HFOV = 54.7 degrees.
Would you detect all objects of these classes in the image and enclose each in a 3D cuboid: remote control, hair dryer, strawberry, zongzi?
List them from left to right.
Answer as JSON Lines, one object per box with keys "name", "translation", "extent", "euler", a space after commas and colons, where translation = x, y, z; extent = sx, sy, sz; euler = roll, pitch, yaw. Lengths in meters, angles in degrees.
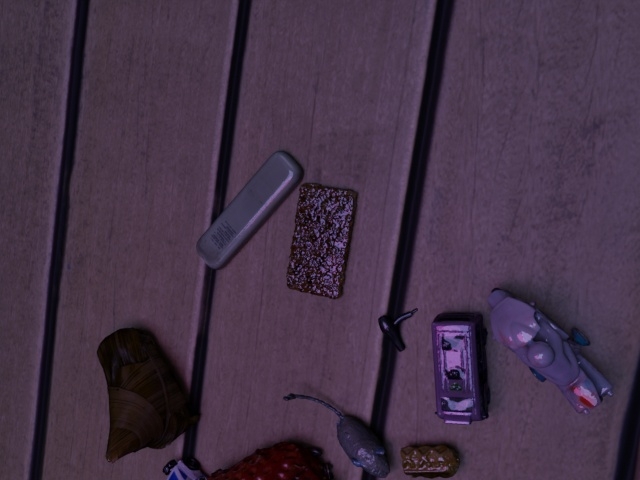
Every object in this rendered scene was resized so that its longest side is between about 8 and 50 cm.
{"name": "zongzi", "translation": [-0.420, 0.326, 1.321], "extent": [0.134, 0.288, 0.286], "euler": [-38, 79, 13]}
{"name": "remote control", "translation": [-0.159, -0.062, 1.329], "extent": [0.090, 0.038, 0.309], "euler": [47, 107, 15]}
{"name": "strawberry", "translation": [-0.108, 0.534, 1.260], "extent": [0.280, 0.150, 0.253], "euler": [25, 98, 6]}
{"name": "hair dryer", "translation": [0.163, 0.169, 1.220], "extent": [0.083, 0.031, 0.079], "euler": [-35, 90, 12]}

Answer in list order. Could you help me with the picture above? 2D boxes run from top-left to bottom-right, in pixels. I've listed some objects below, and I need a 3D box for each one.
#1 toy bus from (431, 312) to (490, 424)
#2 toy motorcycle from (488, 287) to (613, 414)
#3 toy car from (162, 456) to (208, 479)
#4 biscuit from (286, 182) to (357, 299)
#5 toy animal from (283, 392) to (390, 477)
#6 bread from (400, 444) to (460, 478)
{"name": "toy bus", "translation": [0.257, 0.237, 1.138], "extent": [0.096, 0.108, 0.198], "euler": [-3, 91, 22]}
{"name": "toy motorcycle", "translation": [0.379, 0.185, 1.054], "extent": [0.110, 0.171, 0.260], "euler": [-47, 74, 19]}
{"name": "toy car", "translation": [-0.285, 0.563, 1.396], "extent": [0.171, 0.070, 0.080], "euler": [35, 105, 16]}
{"name": "biscuit", "translation": [0.000, 0.000, 1.276], "extent": [0.131, 0.025, 0.230], "euler": [10, 97, 21]}
{"name": "toy animal", "translation": [0.044, 0.378, 1.248], "extent": [0.253, 0.079, 0.070], "euler": [40, 85, 14]}
{"name": "bread", "translation": [0.214, 0.427, 1.193], "extent": [0.110, 0.060, 0.066], "euler": [-9, 103, 19]}
